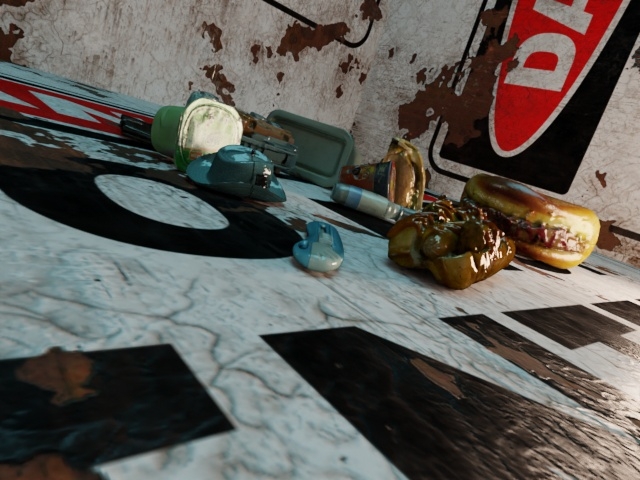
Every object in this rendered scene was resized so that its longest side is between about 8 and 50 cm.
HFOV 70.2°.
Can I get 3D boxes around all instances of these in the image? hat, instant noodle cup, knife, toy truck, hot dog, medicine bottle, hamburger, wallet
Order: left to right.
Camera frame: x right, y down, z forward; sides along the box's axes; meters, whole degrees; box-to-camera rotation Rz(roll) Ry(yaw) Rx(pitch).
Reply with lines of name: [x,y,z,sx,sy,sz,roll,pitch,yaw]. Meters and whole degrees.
wallet: [-0.408,-0.252,1.073,0.124,0.042,0.230,17,14,-29]
toy truck: [-0.232,-0.284,1.221,0.338,0.133,0.184,18,19,-27]
hat: [-0.140,-0.131,0.824,0.191,0.078,0.138,10,29,-25]
knife: [0.000,0.000,0.610,0.064,0.031,0.222,14,13,-2]
instant noodle cup: [0.121,-0.148,1.183,0.136,0.127,0.127,4,9,16]
medicine bottle: [0.127,-0.086,1.091,0.208,0.053,0.090,18,9,-6]
hamburger: [0.229,-0.181,1.283,0.155,0.207,0.135,16,15,12]
hot dog: [0.232,-0.006,0.761,0.158,0.117,0.349,25,15,29]
hot dog: [0.565,-0.067,1.317,0.405,0.185,0.223,29,15,39]

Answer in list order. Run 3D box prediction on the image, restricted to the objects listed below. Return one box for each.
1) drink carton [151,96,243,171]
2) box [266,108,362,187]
drink carton: [-0.261,-0.216,0.926,0.142,0.144,0.146,21,12,40]
box: [-0.022,-0.272,1.434,0.312,0.175,0.182,24,6,25]
